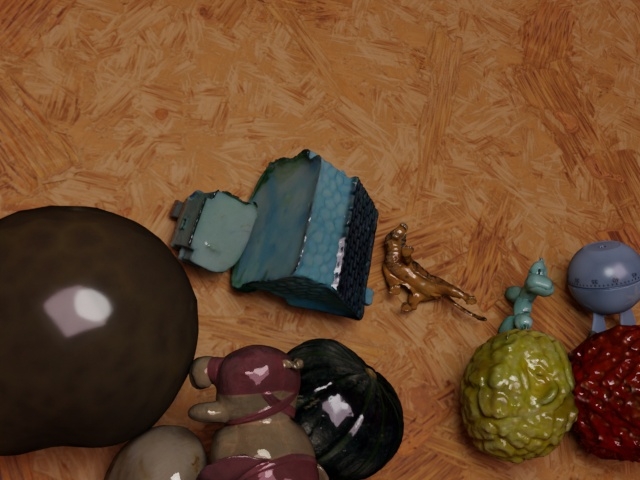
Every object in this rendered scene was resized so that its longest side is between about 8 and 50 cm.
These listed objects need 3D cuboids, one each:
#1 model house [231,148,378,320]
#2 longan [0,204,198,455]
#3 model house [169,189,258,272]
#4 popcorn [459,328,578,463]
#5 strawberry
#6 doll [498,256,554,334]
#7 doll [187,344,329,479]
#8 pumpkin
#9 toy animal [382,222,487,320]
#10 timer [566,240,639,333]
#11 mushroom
[{"bbox_3d":[0.000,0.000,1.376,0.241,0.226,0.261,26,64,-31],"label":"model house"},{"bbox_3d":[-0.381,0.129,1.092,0.404,0.336,0.404,4,77,-17],"label":"longan"},{"bbox_3d":[-0.216,-0.024,1.351,0.119,0.148,0.148,25,82,-40],"label":"model house"},{"bbox_3d":[0.363,0.278,1.381,0.206,0.251,0.237,2,103,5],"label":"popcorn"},{"bbox_3d":[0.624,0.297,1.372,0.292,0.343,0.292,1,87,-20],"label":"strawberry"},{"bbox_3d":[0.416,0.116,1.477,0.059,0.158,0.159,20,70,0],"label":"doll"},{"bbox_3d":[-0.094,0.284,1.069,0.196,0.152,0.256,-7,71,-13],"label":"doll"},{"bbox_3d":[0.018,0.289,1.252,0.250,0.216,0.250,34,35,-29],"label":"pumpkin"},{"bbox_3d":[0.217,0.092,1.464,0.255,0.114,0.116,39,19,-5],"label":"toy animal"},{"bbox_3d":[0.599,0.118,1.567,0.175,0.255,0.175,-2,34,1],"label":"timer"},{"bbox_3d":[-0.220,0.393,1.126,0.215,0.207,0.207,25,61,-27],"label":"mushroom"}]
